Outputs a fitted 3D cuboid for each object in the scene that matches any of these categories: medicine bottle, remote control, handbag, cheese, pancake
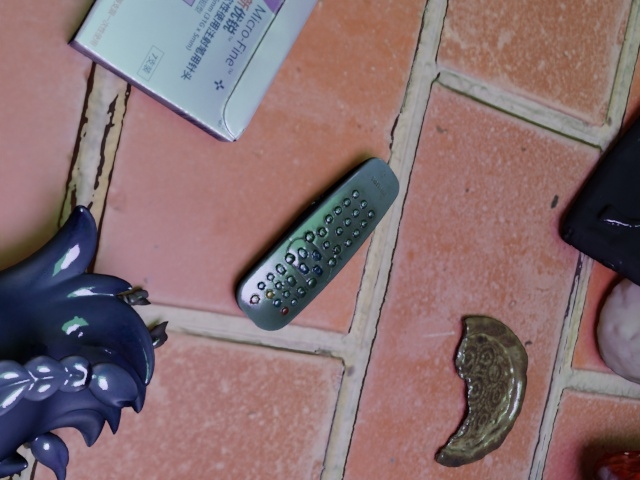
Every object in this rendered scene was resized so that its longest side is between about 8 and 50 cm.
[{"bbox_3d":[-0.105,-0.216,0.594,0.171,0.052,0.201,32,82,-28],"label":"medicine bottle"},{"bbox_3d":[0.000,0.000,0.678,0.222,0.042,0.072,-47,114,-15],"label":"remote control"},{"bbox_3d":[0.485,-0.045,0.851,0.275,0.244,0.088,-52,159,-12],"label":"handbag"},{"bbox_3d":[0.523,0.135,0.882,0.247,0.251,0.174,24,83,-12],"label":"cheese"},{"bbox_3d":[0.200,0.189,0.819,0.184,0.020,0.191,-30,109,-21],"label":"pancake"}]

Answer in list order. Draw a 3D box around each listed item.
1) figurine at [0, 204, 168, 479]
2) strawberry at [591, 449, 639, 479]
[{"bbox_3d":[-0.246,0.095,0.494,0.264,0.197,0.175,-28,72,-20],"label":"figurine"},{"bbox_3d":[0.505,0.435,0.877,0.309,0.292,0.292,8,92,-3],"label":"strawberry"}]
